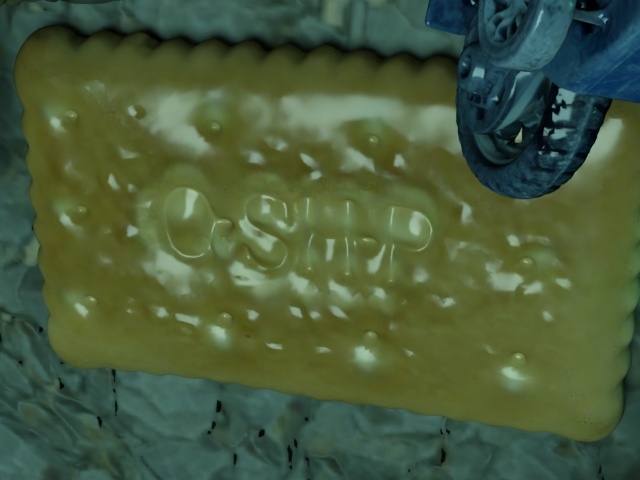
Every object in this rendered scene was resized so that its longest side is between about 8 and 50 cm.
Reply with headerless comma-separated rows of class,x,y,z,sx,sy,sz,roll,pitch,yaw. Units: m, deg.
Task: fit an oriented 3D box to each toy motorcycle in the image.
toy motorcycle,0.091,-0.105,0.352,0.092,0.135,0.254,7,157,-19

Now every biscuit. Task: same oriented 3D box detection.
biscuit,0.000,0.001,0.530,0.249,0.030,0.160,8,121,13

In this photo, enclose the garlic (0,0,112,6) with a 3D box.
garlic,-0.103,-0.147,0.365,0.256,0.207,0.207,14,124,-10
